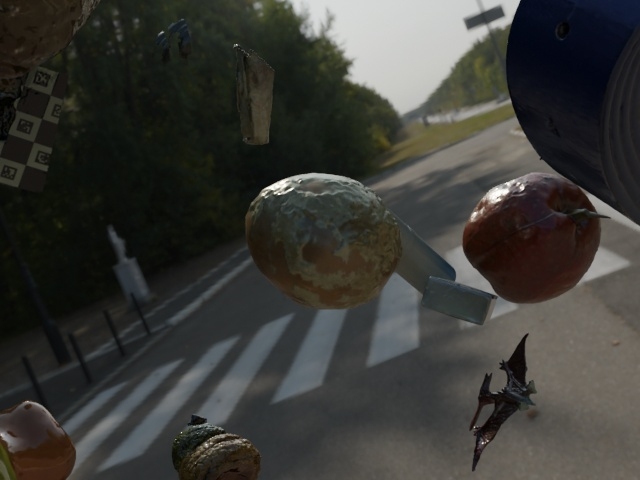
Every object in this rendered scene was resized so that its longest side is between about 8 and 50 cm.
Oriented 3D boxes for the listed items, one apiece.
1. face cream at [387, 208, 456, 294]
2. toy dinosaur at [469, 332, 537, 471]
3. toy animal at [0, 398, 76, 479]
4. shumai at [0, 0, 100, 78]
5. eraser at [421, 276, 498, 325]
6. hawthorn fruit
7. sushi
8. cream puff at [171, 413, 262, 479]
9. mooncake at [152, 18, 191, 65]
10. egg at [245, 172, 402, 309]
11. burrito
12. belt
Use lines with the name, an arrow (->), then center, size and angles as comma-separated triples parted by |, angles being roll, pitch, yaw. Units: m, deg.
face cream -> 0.133, 0.008, 1.450 | 0.077, 0.250, 0.077 | -36, 30, 25
toy dinosaur -> 0.262, 0.229, 1.192 | 0.108, 0.032, 0.220 | -8, 48, 58
toy animal -> -0.337, 0.209, 0.602 | 0.216, 0.191, 0.338 | -40, -26, 5
shumai -> -0.125, -0.124, 0.289 | 0.139, 0.123, 0.105 | -46, 16, -27
eraser -> 0.211, 0.090, 1.230 | 0.092, 0.046, 0.212 | 18, 1, 16
hawthorn fruit -> 0.401, -0.008, 1.585 | 0.258, 0.258, 0.261 | -24, -36, -19
sushi -> -0.535, -0.205, 1.378 | 0.192, 0.215, 0.050 | 13, 20, -24
cream puff -> -0.234, 0.453, 1.746 | 0.183, 0.169, 0.183 | -26, -40, -24
mooncake -> -0.355, -0.341, 1.216 | 0.347, 0.150, 0.057 | 4, 14, -1
egg -> 0.000, 0.000, 1.221 | 0.245, 0.203, 0.203 | 21, 24, 22
burrito -> -0.094, -0.208, 1.193 | 0.055, 0.149, 0.041 | -10, 24, -19
belt -> 0.298, -0.141, 0.757 | 0.212, 0.117, 0.347 | -52, -39, 5
